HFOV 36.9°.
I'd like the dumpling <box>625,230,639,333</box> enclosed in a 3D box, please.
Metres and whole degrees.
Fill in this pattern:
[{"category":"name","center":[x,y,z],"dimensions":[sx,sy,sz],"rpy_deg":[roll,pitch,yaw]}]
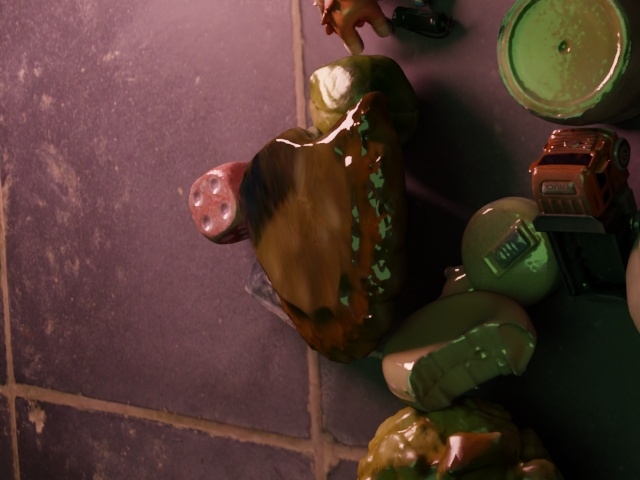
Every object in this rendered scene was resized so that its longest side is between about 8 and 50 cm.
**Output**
[{"category":"dumpling","center":[0.351,0.054,0.881],"dimensions":[0.147,0.193,0.258],"rpy_deg":[-12,97,36]}]

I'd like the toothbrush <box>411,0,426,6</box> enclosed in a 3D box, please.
[{"category":"toothbrush","center":[0.040,-0.460,1.210],"dimensions":[0.042,0.035,0.413],"rpy_deg":[-33,72,17]}]

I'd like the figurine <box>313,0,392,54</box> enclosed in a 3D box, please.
[{"category":"figurine","center":[0.017,-0.340,1.200],"dimensions":[0.111,0.102,0.195],"rpy_deg":[-32,65,4]}]

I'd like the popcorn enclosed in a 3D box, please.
[{"category":"popcorn","center":[0.165,0.296,1.044],"dimensions":[0.258,0.224,0.270],"rpy_deg":[24,138,52]}]

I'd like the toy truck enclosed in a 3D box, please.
[{"category":"toy truck","center":[0.277,-0.016,0.972],"dimensions":[0.083,0.092,0.192],"rpy_deg":[4,131,42]}]

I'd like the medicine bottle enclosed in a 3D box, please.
[{"category":"medicine bottle","center":[0.267,-0.189,0.963],"dimensions":[0.147,0.143,0.147],"rpy_deg":[5,99,36]}]

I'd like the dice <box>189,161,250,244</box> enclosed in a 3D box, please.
[{"category":"dice","center":[-0.122,-0.053,1.354],"dimensions":[0.091,0.094,0.093],"rpy_deg":[-33,72,35]}]

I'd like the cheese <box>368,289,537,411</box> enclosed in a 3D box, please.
[{"category":"cheese","center":[0.130,0.109,1.079],"dimensions":[0.070,0.163,0.249],"rpy_deg":[57,172,-18]}]

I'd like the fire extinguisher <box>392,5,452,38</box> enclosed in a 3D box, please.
[{"category":"fire extinguisher","center":[0.127,-0.263,1.159],"dimensions":[0.083,0.025,0.038],"rpy_deg":[20,145,39]}]

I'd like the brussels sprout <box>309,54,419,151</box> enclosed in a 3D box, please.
[{"category":"brussels sprout","center":[0.055,-0.154,1.172],"dimensions":[0.155,0.118,0.155],"rpy_deg":[176,90,-69]}]

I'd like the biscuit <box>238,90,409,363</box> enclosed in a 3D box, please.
[{"category":"biscuit","center":[0.001,-0.036,1.106],"dimensions":[0.329,0.078,0.335],"rpy_deg":[52,137,40]}]

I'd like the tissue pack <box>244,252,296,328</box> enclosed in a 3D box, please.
[{"category":"tissue pack","center":[0.000,0.000,1.265],"dimensions":[0.173,0.073,0.235],"rpy_deg":[34,115,35]}]

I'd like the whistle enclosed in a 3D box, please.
[{"category":"whistle","center":[0.190,0.043,1.108],"dimensions":[0.258,0.067,0.126],"rpy_deg":[-49,65,36]}]
